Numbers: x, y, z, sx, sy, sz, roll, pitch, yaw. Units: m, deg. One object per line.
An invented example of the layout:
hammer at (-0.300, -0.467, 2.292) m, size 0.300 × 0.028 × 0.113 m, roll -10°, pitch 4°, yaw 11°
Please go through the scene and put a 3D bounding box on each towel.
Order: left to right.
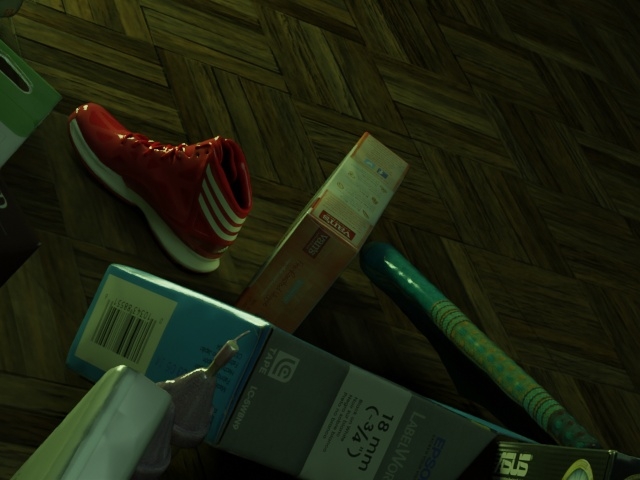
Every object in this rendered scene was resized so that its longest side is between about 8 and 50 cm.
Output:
towel at (0.187, 0.163, 1.595) m, size 0.370 × 0.040 × 0.271 m, roll 45°, pitch -5°, yaw 48°

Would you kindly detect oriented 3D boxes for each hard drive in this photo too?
hard drive at (-0.187, 0.219, 0.821) m, size 0.040 × 0.203 × 0.307 m, roll 36°, pitch 43°, yaw -9°

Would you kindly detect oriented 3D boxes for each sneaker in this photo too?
sneaker at (-0.148, -0.085, 1.687) m, size 0.221 × 0.128 × 0.087 m, roll 45°, pitch 28°, yaw 10°

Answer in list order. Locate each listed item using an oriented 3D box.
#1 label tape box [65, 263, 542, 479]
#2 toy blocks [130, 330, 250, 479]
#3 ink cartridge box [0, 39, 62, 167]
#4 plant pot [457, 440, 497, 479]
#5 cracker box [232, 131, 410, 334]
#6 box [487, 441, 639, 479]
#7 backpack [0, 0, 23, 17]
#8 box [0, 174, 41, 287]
label tape box at (-0.009, 0.143, 1.412) m, size 0.334 × 0.105 × 0.241 m, roll 27°, pitch -6°, yaw -37°
toy blocks at (-0.186, 0.184, 1.113) m, size 0.309 × 0.260 × 0.288 m, roll 41°, pitch 29°, yaw 4°
ink cartridge box at (-0.280, -0.079, 1.220) m, size 0.109 × 0.062 × 0.209 m, roll 42°, pitch 31°, yaw -10°
plant pot at (0.145, 0.294, 1.497) m, size 0.237 × 0.109 × 0.237 m, roll 28°, pitch 31°, yaw -18°
cracker box at (0.000, 0.000, 1.707) m, size 0.067 × 0.155 × 0.232 m, roll 37°, pitch 28°, yaw -2°
box at (0.168, 0.261, 1.240) m, size 0.060 × 0.216 × 0.270 m, roll 17°, pitch -8°, yaw -9°
backpack at (-0.378, -0.309, 1.736) m, size 0.166 × 0.144 × 0.188 m, roll 47°, pitch 26°, yaw 26°
box at (-0.361, -0.005, 1.262) m, size 0.203 × 0.167 × 0.168 m, roll -11°, pitch 63°, yaw -54°
